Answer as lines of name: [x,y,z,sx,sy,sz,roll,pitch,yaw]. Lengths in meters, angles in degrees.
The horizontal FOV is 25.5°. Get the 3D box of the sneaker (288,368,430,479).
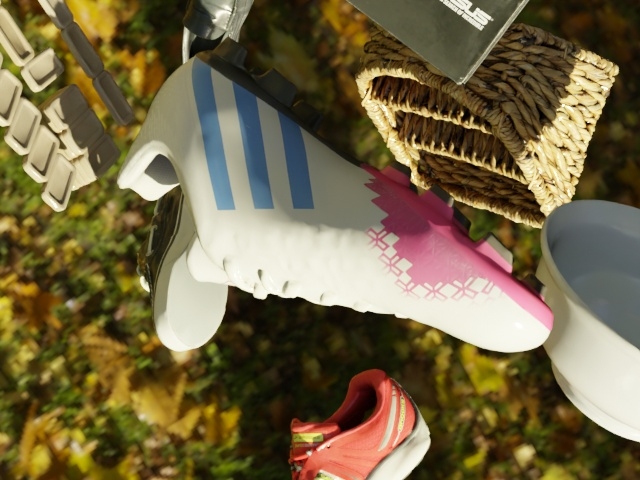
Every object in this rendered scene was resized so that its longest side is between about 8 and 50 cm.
sneaker: [-0.006,0.239,1.430,0.279,0.107,0.118,-48,117,-32]

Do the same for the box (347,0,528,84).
box: [0.063,-0.187,0.783,0.147,0.077,0.180,37,34,0]

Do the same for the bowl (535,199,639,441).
bowl: [0.319,0.102,1.377,0.298,0.134,0.298,20,30,-12]

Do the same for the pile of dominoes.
pile of dominoes: [-0.288,-0.164,1.368,0.251,0.040,0.196,58,31,-18]

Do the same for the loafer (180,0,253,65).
loafer: [-0.136,-0.289,1.811,0.076,0.223,0.078,31,52,11]

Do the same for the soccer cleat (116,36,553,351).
soccer cleat: [0.000,0.000,0.924,0.331,0.143,0.116,38,1,31]

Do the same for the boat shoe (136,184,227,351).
boat shoe: [-0.132,0.023,1.324,0.078,0.070,0.219,51,30,-33]

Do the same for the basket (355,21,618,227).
basket: [0.170,-0.159,1.725,0.213,0.299,0.223,15,96,-39]
